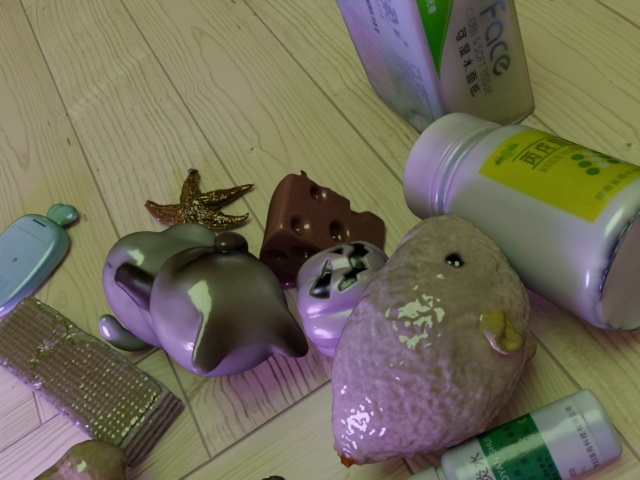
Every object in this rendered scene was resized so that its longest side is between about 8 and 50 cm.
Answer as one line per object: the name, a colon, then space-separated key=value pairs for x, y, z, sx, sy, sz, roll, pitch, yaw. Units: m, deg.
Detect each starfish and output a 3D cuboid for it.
starfish: x=-0.237 y=-0.052 z=1.551 sx=0.228 sy=0.043 sz=0.240 roll=-11 pitch=54 yaw=19

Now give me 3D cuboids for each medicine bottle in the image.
medicine bottle: x=0.307 y=-0.042 z=1.154 sx=0.213 sy=0.213 sz=0.379 roll=-46 pitch=43 yaw=-12
medicine bottle: x=0.240 y=0.278 z=1.030 sx=0.260 sy=0.095 sz=0.095 roll=-26 pitch=48 yaw=7

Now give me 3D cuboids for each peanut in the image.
peanut: x=-0.369 y=0.384 z=1.202 sx=0.224 sy=0.129 sz=0.129 roll=-51 pitch=49 yaw=2

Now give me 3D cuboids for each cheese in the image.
cheese: x=-0.027 y=0.001 z=1.367 sx=0.177 sy=0.203 sz=0.128 roll=-31 pitch=43 yaw=45

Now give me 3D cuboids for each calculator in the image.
calculator: x=-0.610 y=0.035 z=1.660 sx=0.184 sy=0.042 sz=0.295 roll=23 pitch=68 yaw=37

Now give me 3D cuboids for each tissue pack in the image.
tissue pack: x=0.172 y=-0.385 z=1.367 sx=0.205 sy=0.405 sz=0.332 roll=-35 pitch=48 yaw=-7

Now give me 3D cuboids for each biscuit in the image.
biscuit: x=-0.418 y=0.224 z=1.399 sx=0.426 sy=0.078 sz=0.144 roll=23 pitch=67 yaw=35

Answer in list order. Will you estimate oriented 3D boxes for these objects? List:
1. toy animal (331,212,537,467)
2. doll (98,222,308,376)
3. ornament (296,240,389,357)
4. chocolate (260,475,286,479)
toy animal: x=0.142 y=0.143 z=1.051 sx=0.227 sy=0.188 sz=0.358 roll=28 pitch=86 yaw=19
doll: x=-0.199 y=0.085 z=1.283 sx=0.370 sy=0.215 sz=0.225 roll=3 pitch=91 yaw=52
ornament: x=0.037 y=0.090 z=1.219 sx=0.178 sy=0.177 sz=0.177 roll=-13 pitch=51 yaw=17
chocolate: x=-0.033 y=0.412 z=1.024 sx=0.093 sy=0.148 sz=0.214 roll=-47 pitch=40 yaw=22
